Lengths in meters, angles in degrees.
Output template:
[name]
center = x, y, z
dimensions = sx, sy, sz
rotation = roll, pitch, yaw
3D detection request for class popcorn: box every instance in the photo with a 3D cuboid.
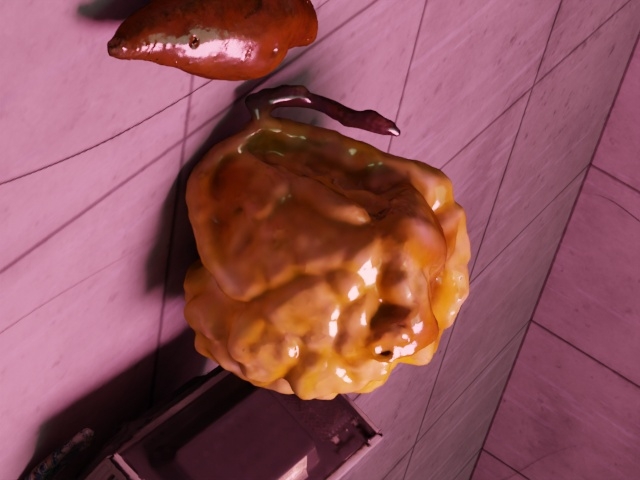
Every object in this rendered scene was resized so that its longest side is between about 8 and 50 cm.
[popcorn]
center = 0.000, 0.000, 1.735
dimensions = 0.349, 0.349, 0.381
rotation = -39, 124, -43

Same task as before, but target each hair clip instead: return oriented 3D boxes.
[hair clip]
center = -0.327, 0.298, 1.733
dimensions = 0.229, 0.036, 0.066
rotation = -55, 159, 9

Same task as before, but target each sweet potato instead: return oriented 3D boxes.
[sweet potato]
center = -0.080, -0.205, 1.456
dimensions = 0.359, 0.112, 0.112
rotation = -21, 140, -55

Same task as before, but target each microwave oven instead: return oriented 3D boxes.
[microwave oven]
center = -0.145, 0.294, 1.842
dimensions = 0.355, 0.218, 0.286
rotation = -34, 169, -50
